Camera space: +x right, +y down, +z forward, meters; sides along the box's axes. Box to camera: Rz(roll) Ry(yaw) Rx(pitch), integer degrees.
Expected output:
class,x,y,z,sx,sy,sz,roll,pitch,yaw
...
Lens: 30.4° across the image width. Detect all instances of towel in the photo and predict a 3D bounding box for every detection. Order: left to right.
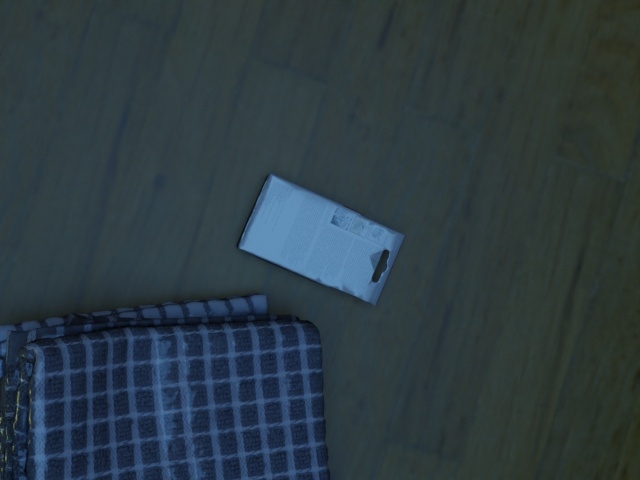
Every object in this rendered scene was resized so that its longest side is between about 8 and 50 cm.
class,x,y,z,sx,sy,sz,roll,pitch,yaw
towel,-0.108,0.184,0.816,0.235,0.121,0.284,-3,89,-26

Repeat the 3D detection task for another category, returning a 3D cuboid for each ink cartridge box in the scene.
class,x,y,z,sx,sy,sz,roll,pitch,yaw
ink cartridge box,0.000,0.000,0.901,0.115,0.029,0.063,24,87,-7
